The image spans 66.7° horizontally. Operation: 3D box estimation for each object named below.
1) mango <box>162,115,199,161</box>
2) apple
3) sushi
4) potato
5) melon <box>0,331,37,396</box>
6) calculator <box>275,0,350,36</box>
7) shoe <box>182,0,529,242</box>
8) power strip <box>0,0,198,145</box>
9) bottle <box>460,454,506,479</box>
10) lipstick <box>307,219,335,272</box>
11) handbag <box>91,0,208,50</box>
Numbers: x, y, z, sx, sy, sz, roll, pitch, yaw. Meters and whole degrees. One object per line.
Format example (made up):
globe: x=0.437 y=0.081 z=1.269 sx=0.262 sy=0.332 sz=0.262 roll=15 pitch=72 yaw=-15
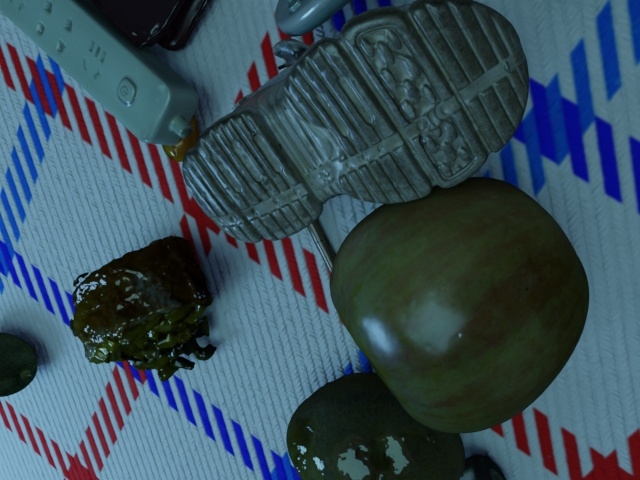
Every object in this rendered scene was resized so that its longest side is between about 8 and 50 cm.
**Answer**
mango: x=-0.201 y=-0.156 z=0.687 sx=0.060 sy=0.046 sz=0.089 roll=-6 pitch=101 yaw=26
apple: x=0.141 y=0.060 z=0.524 sx=0.234 sy=0.257 sz=0.257 roll=-40 pitch=89 yaw=-6
sushi: x=-0.257 y=0.113 z=0.727 sx=0.296 sy=0.167 sz=0.179 roll=-31 pitch=72 yaw=16
potato: x=0.070 y=0.271 z=0.646 sx=0.235 sy=0.160 sz=0.178 roll=6 pitch=119 yaw=18
melon: x=-0.595 y=0.228 z=0.893 sx=0.167 sy=0.114 sz=0.114 roll=10 pitch=107 yaw=19
calculator: x=0.058 y=-0.327 z=0.490 sx=0.042 sy=0.184 sz=0.295 roll=33 pitch=123 yaw=-32
shoe: x=0.027 y=-0.142 z=0.520 sx=0.350 sy=0.198 sz=0.172 roll=-17 pitch=118 yaw=21
power strip: x=-0.309 y=-0.261 z=0.663 sx=0.385 sy=0.062 sz=0.091 roll=42 pitch=112 yaw=14
bottle: x=0.143 y=0.386 z=0.691 sx=0.253 sy=0.079 sz=0.096 roll=-43 pitch=83 yaw=24
lipstick: x=0.000 y=0.000 z=0.672 sx=0.019 sy=0.019 sz=0.094 roll=-24 pitch=96 yaw=23
handbag: x=-0.218 y=-0.382 z=0.619 sx=0.203 sy=0.074 sz=0.216 roll=42 pitch=112 yaw=5
